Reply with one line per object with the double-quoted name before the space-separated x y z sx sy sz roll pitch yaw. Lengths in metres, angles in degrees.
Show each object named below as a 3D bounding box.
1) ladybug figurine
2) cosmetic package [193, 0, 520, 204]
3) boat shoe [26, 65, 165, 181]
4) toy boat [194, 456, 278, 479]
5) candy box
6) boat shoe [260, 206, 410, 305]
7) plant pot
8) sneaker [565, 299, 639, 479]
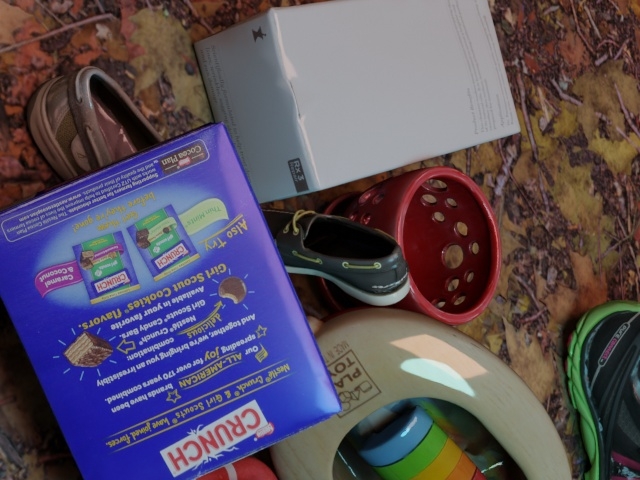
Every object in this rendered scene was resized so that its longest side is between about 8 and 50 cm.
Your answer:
"ladybug figurine" 0.111 0.237 1.572 0.449 0.305 0.162 53 11 -24
"cosmetic package" 0.055 -0.186 1.654 0.385 0.156 0.217 -15 92 -41
"boat shoe" -0.182 -0.048 1.447 0.320 0.103 0.118 55 52 -20
"toy boat" -0.092 0.301 1.411 0.231 0.151 0.151 -4 72 -50
"candy box" -0.163 0.075 1.349 0.268 0.122 0.317 -23 98 -7
"boat shoe" 0.000 0.000 1.523 0.081 0.227 0.069 -47 144 -36
"plant pot" 0.100 0.016 1.641 0.191 0.174 0.191 9 76 -40
"sneaker" 0.495 0.321 1.922 0.185 0.202 0.483 -23 98 -41
